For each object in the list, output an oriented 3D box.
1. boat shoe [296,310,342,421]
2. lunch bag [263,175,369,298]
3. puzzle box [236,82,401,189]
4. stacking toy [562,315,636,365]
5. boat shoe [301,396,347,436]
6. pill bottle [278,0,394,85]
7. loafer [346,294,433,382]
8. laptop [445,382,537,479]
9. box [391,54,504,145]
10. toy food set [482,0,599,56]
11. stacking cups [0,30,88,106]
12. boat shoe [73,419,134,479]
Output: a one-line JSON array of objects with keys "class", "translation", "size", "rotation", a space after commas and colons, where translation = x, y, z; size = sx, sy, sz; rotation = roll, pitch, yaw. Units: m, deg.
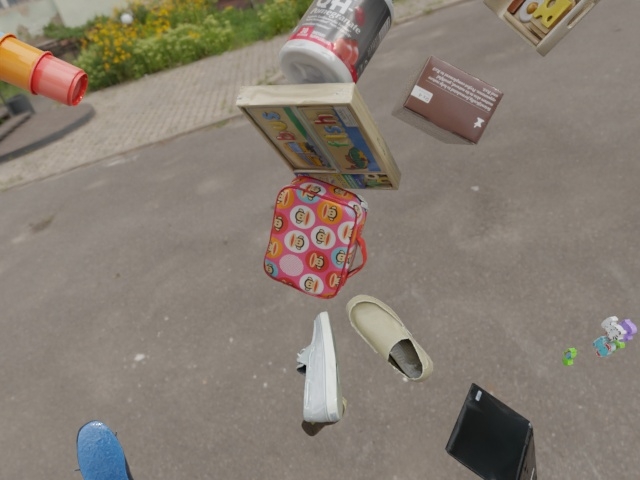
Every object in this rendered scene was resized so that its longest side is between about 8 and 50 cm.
[{"class": "boat shoe", "translation": [-0.008, 0.231, 1.106], "size": [0.081, 0.079, 0.227], "rotation": [-10, 46, 7]}, {"class": "lunch bag", "translation": [0.000, 0.000, 1.529], "size": [0.258, 0.293, 0.120], "rotation": [21, 27, 10]}, {"class": "puzzle box", "translation": [0.011, -0.231, 1.399], "size": [0.272, 0.409, 0.052], "rotation": [5, 71, 24]}, {"class": "stacking toy", "translation": [0.701, 0.238, 1.410], "size": [0.167, 0.221, 0.052], "rotation": [-5, 57, -22]}, {"class": "boat shoe", "translation": [0.018, 0.429, 1.502], "size": [0.072, 0.068, 0.190], "rotation": [-30, -12, -44]}, {"class": "pill bottle", "translation": [0.055, -0.476, 1.316], "size": [0.176, 0.176, 0.318], "rotation": [12, 65, 43]}, {"class": "loafer", "translation": [0.171, 0.236, 1.432], "size": [0.102, 0.268, 0.092], "rotation": [-47, -6, 2]}, {"class": "laptop", "translation": [0.390, 0.503, 1.326], "size": [0.137, 0.264, 0.234], "rotation": [1, 26, 30]}, {"class": "box", "translation": [0.299, -0.340, 1.484], "size": [0.191, 0.143, 0.381], "rotation": [27, 11, -3]}, {"class": "toy food set", "translation": [0.505, -0.567, 1.326], "size": [0.220, 0.092, 0.306], "rotation": [-47, 34, 26]}, {"class": "stacking cups", "translation": [-0.532, -0.302, 0.941], "size": [0.316, 0.096, 0.096], "rotation": [23, 27, -10]}, {"class": "boat shoe", "translation": [-0.460, 0.508, 1.270], "size": [0.109, 0.258, 0.089], "rotation": [-18, 3, -27]}]
